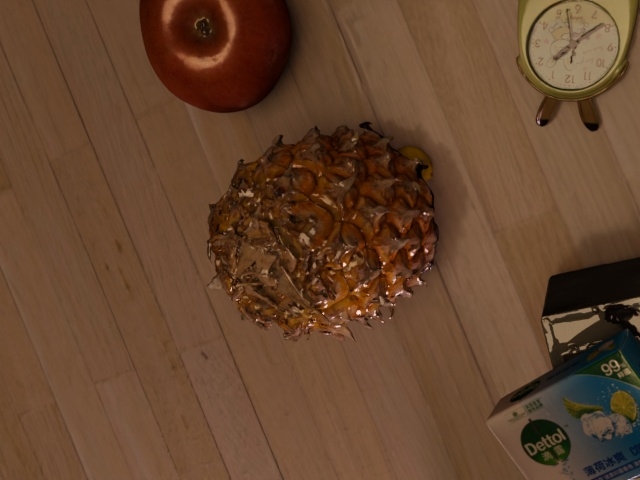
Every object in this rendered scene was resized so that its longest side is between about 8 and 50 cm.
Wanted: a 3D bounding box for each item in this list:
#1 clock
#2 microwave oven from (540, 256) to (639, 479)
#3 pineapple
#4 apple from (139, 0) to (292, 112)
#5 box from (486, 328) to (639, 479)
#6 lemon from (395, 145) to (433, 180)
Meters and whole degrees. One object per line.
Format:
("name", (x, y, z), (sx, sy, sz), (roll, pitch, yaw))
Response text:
("clock", (0.379, -0.282, 1.300), (0.170, 0.069, 0.232), (8, 103, 20))
("microwave oven", (0.539, 0.137, 1.149), (0.432, 0.374, 0.236), (-14, 92, 19))
("pineapple", (-0.003, -0.002, 1.352), (0.352, 0.300, 0.352), (18, 121, 33))
("apple", (-0.176, -0.349, 1.439), (0.251, 0.206, 0.272), (-1, 97, 19))
("box", (0.318, 0.215, 1.022), (0.194, 0.073, 0.139), (-38, 86, 31))
("lemon", (0.148, -0.124, 1.422), (0.083, 0.062, 0.062), (32, 109, 15))
